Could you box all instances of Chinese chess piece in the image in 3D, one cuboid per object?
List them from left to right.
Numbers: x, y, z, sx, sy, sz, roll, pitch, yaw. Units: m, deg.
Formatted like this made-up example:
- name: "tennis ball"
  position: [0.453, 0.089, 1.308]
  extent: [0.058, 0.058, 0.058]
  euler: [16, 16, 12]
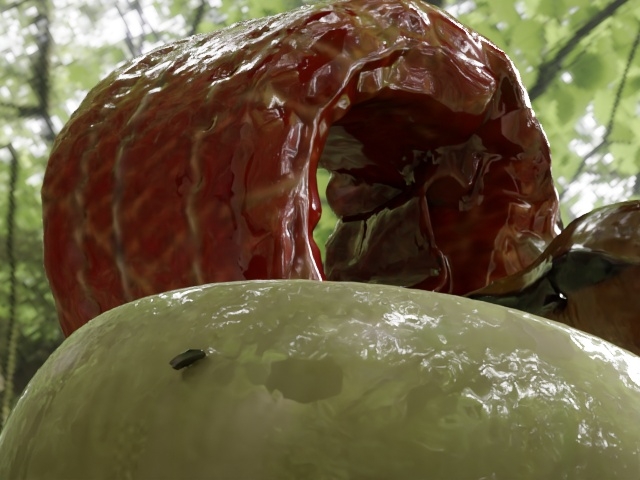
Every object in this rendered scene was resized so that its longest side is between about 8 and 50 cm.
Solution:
- name: "Chinese chess piece"
  position: [0.016, 0.112, 0.457]
  extent: [0.273, 0.102, 0.273]
  euler: [7, -28, 4]

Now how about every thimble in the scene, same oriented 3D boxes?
- name: "thimble"
  position: [0.000, 0.000, 0.937]
  extent: [0.231, 0.350, 0.350]
  euler: [-7, -66, 44]

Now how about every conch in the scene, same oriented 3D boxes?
- name: "conch"
  position: [0.142, 0.025, 0.582]
  extent: [0.233, 0.080, 0.086]
  euler: [5, -86, 36]
